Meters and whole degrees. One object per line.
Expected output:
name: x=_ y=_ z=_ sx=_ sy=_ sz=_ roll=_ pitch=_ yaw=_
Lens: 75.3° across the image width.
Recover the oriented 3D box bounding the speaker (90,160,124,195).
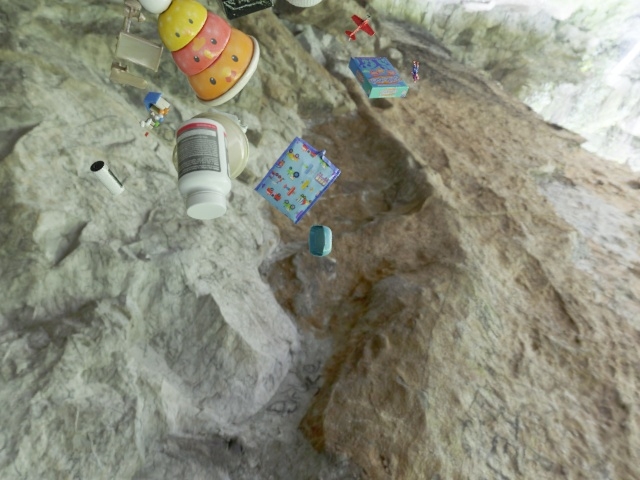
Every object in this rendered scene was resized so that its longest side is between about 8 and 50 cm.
speaker: x=-0.774 y=-0.226 z=1.509 sx=0.055 sy=0.136 sz=0.055 roll=-4 pitch=-123 yaw=6

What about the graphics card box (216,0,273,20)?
graphics card box: x=-0.398 y=-1.206 z=1.997 sx=0.232 sy=0.094 sz=0.371 roll=-22 pitch=-125 yaw=-9

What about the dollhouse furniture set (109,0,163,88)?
dollhouse furniture set: x=-0.829 y=-0.896 z=1.884 sx=0.173 sy=0.303 sz=0.356 roll=11 pitch=-145 yaw=-32

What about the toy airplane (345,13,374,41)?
toy airplane: x=0.177 y=-0.993 z=1.939 sx=0.151 sy=0.151 sz=0.028 roll=23 pitch=-177 yaw=18

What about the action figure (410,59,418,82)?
action figure: x=0.469 y=-0.833 z=2.062 sx=0.030 sy=0.115 sz=0.038 roll=-43 pitch=-123 yaw=-16

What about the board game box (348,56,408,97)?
board game box: x=0.221 y=-0.633 z=1.604 sx=0.160 sy=0.047 sz=0.210 roll=-10 pitch=-124 yaw=-22

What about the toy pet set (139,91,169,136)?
toy pet set: x=-0.501 y=-0.388 z=1.234 sx=0.065 sy=0.122 sz=0.114 roll=36 pitch=-127 yaw=-31

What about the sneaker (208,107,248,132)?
sneaker: x=-0.517 y=-0.671 z=2.318 sx=0.235 sy=0.095 sz=0.090 roll=37 pitch=-177 yaw=-4

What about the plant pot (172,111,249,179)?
plant pot: x=-0.497 y=-0.376 z=1.823 sx=0.333 sy=0.334 sz=0.305 roll=9 pitch=-159 yaw=-7

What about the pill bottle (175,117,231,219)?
pill bottle: x=-0.402 y=-0.243 z=1.431 sx=0.176 sy=0.176 sz=0.319 roll=-1 pitch=-112 yaw=-23

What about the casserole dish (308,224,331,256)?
casserole dish: x=0.000 y=0.000 z=1.502 sx=0.036 sy=0.114 sz=0.188 roll=1 pitch=-179 yaw=-18

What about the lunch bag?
lunch bag: x=-0.082 y=-0.252 z=1.651 sx=0.221 sy=0.293 sz=0.138 roll=39 pitch=-150 yaw=-10

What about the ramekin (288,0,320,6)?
ramekin: x=-0.064 y=-1.015 z=1.617 sx=0.207 sy=0.109 sz=0.207 roll=0 pitch=-113 yaw=-1

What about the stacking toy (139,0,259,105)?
stacking toy: x=-0.505 y=-0.791 z=1.597 sx=0.480 sy=0.351 sz=0.350 roll=35 pitch=-174 yaw=-48
